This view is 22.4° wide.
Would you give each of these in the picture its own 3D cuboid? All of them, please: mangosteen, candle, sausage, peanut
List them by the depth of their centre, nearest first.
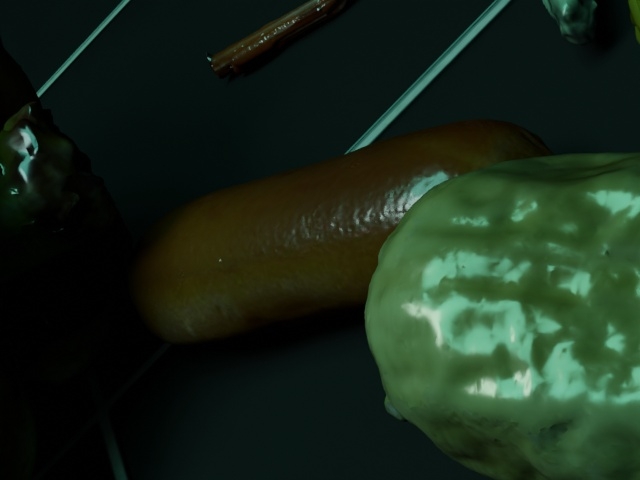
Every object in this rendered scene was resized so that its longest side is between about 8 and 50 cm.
[{"bbox_3d":[0.162,0.039,0.574,0.291,0.159,0.143,0,76,34],"label":"peanut"},{"bbox_3d":[0.000,0.000,0.896,0.300,0.083,0.089,-18,30,42],"label":"sausage"},{"bbox_3d":[-0.319,0.036,1.029,0.421,0.381,0.381,12,60,18],"label":"mangosteen"},{"bbox_3d":[-0.014,-0.156,1.153,0.167,0.021,0.026,-26,64,34],"label":"candle"}]

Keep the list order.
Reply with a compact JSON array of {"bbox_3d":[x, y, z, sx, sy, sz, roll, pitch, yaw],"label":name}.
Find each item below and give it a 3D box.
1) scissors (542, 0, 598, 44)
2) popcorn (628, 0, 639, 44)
[{"bbox_3d":[0.136,-0.203,0.980,0.138,0.041,0.289,-28,35,20],"label":"scissors"},{"bbox_3d":[0.227,-0.139,0.618,0.225,0.249,0.249,-12,32,-7],"label":"popcorn"}]
